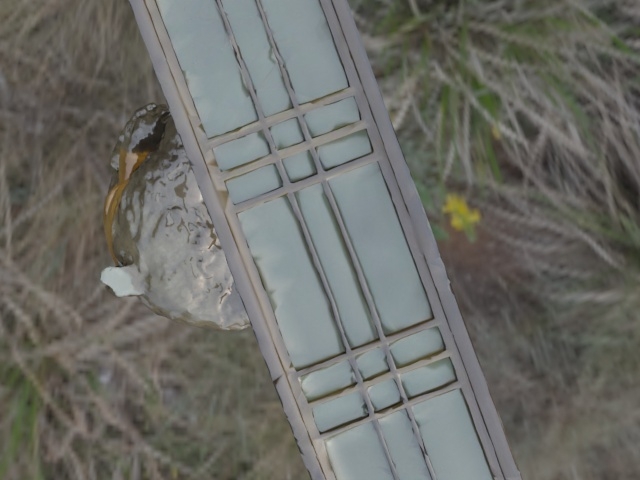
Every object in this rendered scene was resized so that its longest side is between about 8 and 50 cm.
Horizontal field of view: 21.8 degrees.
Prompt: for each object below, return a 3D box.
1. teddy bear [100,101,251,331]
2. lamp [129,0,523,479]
[{"bbox_3d":[-0.095,-0.012,1.178,0.140,0.190,0.177,-35,104,-4],"label":"teddy bear"},{"bbox_3d":[0.000,0.000,0.627,0.090,0.089,0.325,-20,98,-3],"label":"lamp"}]
